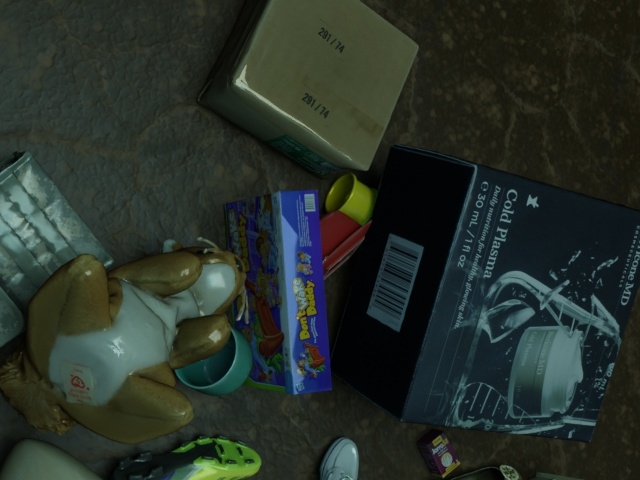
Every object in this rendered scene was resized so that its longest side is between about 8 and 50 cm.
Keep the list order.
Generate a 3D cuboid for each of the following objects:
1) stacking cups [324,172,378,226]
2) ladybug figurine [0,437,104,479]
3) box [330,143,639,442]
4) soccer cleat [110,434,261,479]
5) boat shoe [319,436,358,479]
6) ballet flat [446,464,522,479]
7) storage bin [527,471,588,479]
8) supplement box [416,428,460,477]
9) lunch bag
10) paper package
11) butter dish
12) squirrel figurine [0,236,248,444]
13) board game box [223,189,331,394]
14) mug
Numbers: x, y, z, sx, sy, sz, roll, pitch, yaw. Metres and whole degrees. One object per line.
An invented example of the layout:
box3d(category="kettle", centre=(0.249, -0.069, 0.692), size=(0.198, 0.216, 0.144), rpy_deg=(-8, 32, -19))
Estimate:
box3d(category="stacking cups", centre=(0.158, -0.031, 1.934), size=(0.316, 0.096, 0.096), rpy_deg=(27, 74, -29))
box3d(category="ladybug figurine", centre=(-0.340, 0.500, 1.471), size=(0.449, 0.305, 0.162), rpy_deg=(41, 64, 0))
box3d(category="box", centre=(0.335, 0.107, 1.840), size=(0.472, 0.297, 0.480), rpy_deg=(12, 97, -30))
box3d(category="soccer cleat", centre=(-0.244, 0.428, 1.686), size=(0.289, 0.093, 0.121), rpy_deg=(-3, 119, -34))
box3d(category="boat shoe", centre=(0.040, 0.484, 1.805), size=(0.083, 0.076, 0.226), rpy_deg=(30, 57, -23))
box3d(category="ballet flat", centre=(0.326, 0.518, 1.987), size=(0.250, 0.084, 0.058), rpy_deg=(-6, 124, -25))
box3d(category="storage bin", centre=(0.539, 0.652, 2.001), size=(0.123, 0.260, 0.262), rpy_deg=(-15, 94, -33))
box3d(category="supplement box", centre=(0.248, 0.446, 1.971), size=(0.055, 0.043, 0.083), rpy_deg=(-33, 102, -27))
box3d(category="lunch bag", centre=(-0.522, 0.027, 1.497), size=(0.287, 0.169, 0.235), rpy_deg=(-40, 110, -18))
box3d(category="paper package", centre=(-0.021, -0.323, 1.802), size=(0.325, 0.168, 0.309), rpy_deg=(30, 74, -25))
box3d(category="butter dish", centre=(0.000, 0.000, 1.819), size=(0.160, 0.160, 0.118), rpy_deg=(-40, 82, -25))
box3d(category="squirrel figurine", centre=(-0.303, 0.141, 1.508), size=(0.281, 0.397, 0.370), rpy_deg=(52, 32, -7))
box3d(category="board game box", centre=(-0.082, 0.093, 1.700), size=(0.078, 0.233, 0.347), rpy_deg=(-4, 88, -30))
box3d(category="mug", centre=(-0.185, 0.201, 1.696), size=(0.097, 0.129, 0.157), rpy_deg=(47, 51, -59))
